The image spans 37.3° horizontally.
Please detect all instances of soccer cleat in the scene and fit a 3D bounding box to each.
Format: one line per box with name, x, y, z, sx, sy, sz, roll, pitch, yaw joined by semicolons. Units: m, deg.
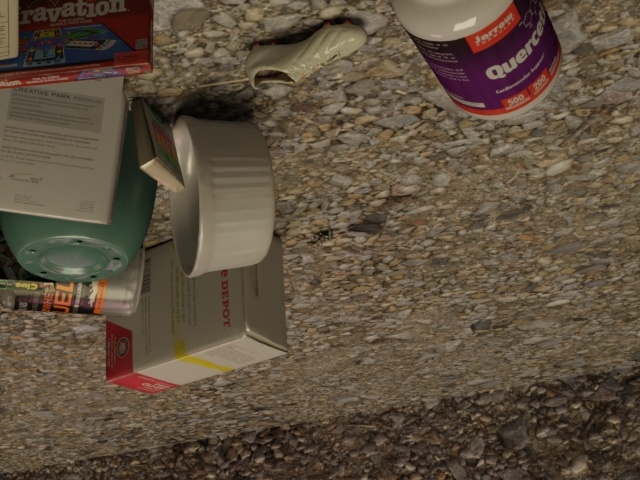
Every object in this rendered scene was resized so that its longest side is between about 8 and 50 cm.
soccer cleat;-0.020;-0.280;1.460;0.196;0.076;0.068;-12;152;13

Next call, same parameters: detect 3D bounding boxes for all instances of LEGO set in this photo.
LEGO set;0.002;0.001;2.079;0.054;0.023;0.083;1;153;-10

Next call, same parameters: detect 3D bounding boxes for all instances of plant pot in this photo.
plant pot;-0.425;-0.067;1.647;0.293;0.235;0.293;-3;153;-2

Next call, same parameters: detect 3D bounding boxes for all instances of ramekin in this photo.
ramekin;-0.173;-0.079;1.634;0.135;0.277;0.277;-4;155;-19

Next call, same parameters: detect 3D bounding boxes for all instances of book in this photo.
book;-0.272;-0.157;1.580;0.035;0.144;0.096;-28;144;13

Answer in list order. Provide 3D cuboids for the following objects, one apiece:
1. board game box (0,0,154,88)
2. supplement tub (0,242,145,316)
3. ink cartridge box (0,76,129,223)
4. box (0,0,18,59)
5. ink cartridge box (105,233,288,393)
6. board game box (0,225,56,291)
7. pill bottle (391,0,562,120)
board game box;-0.375;-0.283;1.325;0.281;0.145;0.027;-6;151;2
supplement tub;-0.524;0.050;1.910;0.316;0.193;0.193;5;152;-18
ink cartridge box;-0.456;-0.177;1.441;0.310;0.271;0.130;9;179;-9
box;-0.468;-0.336;1.188;0.149;0.126;0.232;-15;158;-24
ink cartridge box;-0.270;0.146;2.041;0.385;0.279;0.160;-20;150;28
board game box;-0.556;0.003;1.759;0.136;0.259;0.030;3;125;-14
pill bottle;0.213;-0.313;1.314;0.182;0.181;0.323;-16;151;22
